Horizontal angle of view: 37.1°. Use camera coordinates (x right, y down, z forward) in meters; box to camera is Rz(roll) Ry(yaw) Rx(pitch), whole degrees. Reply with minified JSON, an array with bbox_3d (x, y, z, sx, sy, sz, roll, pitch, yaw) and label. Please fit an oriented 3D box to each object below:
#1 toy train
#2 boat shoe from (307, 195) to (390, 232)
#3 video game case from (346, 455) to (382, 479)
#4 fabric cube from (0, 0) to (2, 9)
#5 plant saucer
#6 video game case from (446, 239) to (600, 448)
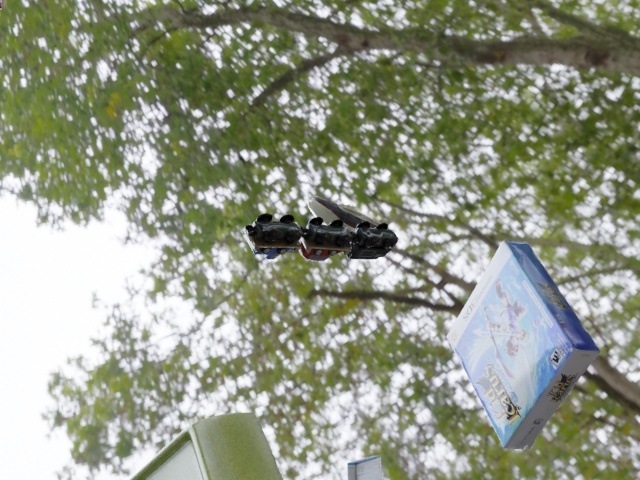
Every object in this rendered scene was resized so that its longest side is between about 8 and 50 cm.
[{"bbox_3d":[0.000,0.000,0.802,0.158,0.027,0.036,4,-46,-39],"label":"toy train"},{"bbox_3d":[0.044,-0.034,1.489,0.043,0.137,0.049,-53,-15,-23],"label":"boat shoe"},{"bbox_3d":[0.066,0.390,1.332,0.015,0.166,0.119,-7,-10,20],"label":"video game case"},{"bbox_3d":[-0.476,-0.445,1.076,0.258,0.259,0.254,6,-102,-18],"label":"fabric cube"},{"bbox_3d":[-0.105,0.206,0.611,0.188,0.188,0.045,-42,-63,2],"label":"plant saucer"},{"bbox_3d":[0.338,0.178,1.646,0.061,0.269,0.244,5,-52,-25],"label":"video game case"}]
